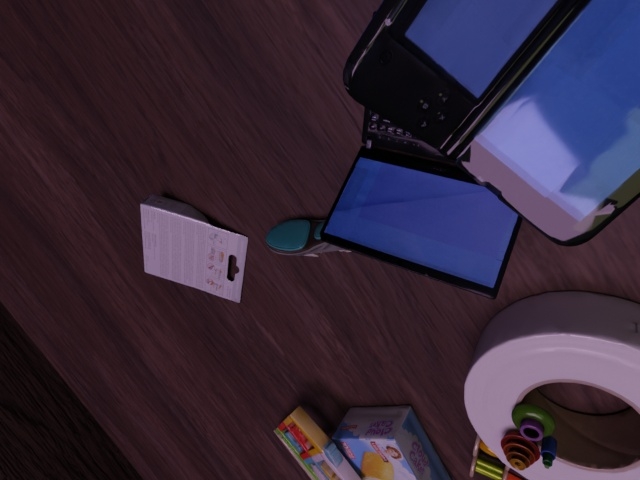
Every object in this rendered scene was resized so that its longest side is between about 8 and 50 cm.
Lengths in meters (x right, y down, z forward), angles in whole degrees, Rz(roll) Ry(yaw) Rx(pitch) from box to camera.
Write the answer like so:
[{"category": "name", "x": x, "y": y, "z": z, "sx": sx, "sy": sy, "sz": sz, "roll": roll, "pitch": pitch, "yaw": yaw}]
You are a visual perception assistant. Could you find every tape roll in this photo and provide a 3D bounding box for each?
[{"category": "tape roll", "x": 0.346, "y": 0.211, "z": 0.542, "sx": 0.286, "sy": 0.100, "sz": 0.286, "roll": 16, "pitch": 123, "yaw": 26}]

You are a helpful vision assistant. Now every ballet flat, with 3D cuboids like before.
[{"category": "ballet flat", "x": 0.000, "y": 0.000, "z": 0.673, "sx": 0.213, "sy": 0.072, "sz": 0.068, "roll": -9, "pitch": 140, "yaw": 39}]

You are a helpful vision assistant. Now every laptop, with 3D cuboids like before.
[{"category": "laptop", "x": 0.131, "y": -0.107, "z": 0.476, "sx": 0.234, "sy": 0.136, "sz": 0.264, "roll": 19, "pitch": 127, "yaw": 23}]

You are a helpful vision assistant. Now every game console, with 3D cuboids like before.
[{"category": "game console", "x": 0.211, "y": -0.167, "z": 0.326, "sx": 0.293, "sy": 0.250, "sz": 0.173, "roll": -53, "pitch": 46, "yaw": 24}]

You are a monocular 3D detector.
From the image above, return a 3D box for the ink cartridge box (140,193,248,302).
[{"category": "ink cartridge box", "x": -0.266, "y": 0.020, "z": 0.879, "sx": 0.232, "sy": 0.066, "sz": 0.189, "roll": 15, "pitch": 125, "yaw": 1}]

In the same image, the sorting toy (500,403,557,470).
[{"category": "sorting toy", "x": 0.270, "y": 0.264, "z": 0.527, "sx": 0.061, "sy": 0.042, "sz": 0.102, "roll": 17, "pitch": 124, "yaw": 25}]

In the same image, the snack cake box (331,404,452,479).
[{"category": "snack cake box", "x": 0.159, "y": 0.462, "z": 0.812, "sx": 0.152, "sy": 0.089, "sz": 0.264, "roll": -21, "pitch": 102, "yaw": 40}]

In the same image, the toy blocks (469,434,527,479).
[{"category": "toy blocks", "x": 0.328, "y": 0.376, "z": 0.667, "sx": 0.148, "sy": 0.054, "sz": 0.123, "roll": 13, "pitch": 130, "yaw": 29}]

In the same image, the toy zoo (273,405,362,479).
[{"category": "toy zoo", "x": -0.012, "y": 0.462, "z": 0.888, "sx": 0.192, "sy": 0.030, "sz": 0.293, "roll": 46, "pitch": 148, "yaw": 15}]
